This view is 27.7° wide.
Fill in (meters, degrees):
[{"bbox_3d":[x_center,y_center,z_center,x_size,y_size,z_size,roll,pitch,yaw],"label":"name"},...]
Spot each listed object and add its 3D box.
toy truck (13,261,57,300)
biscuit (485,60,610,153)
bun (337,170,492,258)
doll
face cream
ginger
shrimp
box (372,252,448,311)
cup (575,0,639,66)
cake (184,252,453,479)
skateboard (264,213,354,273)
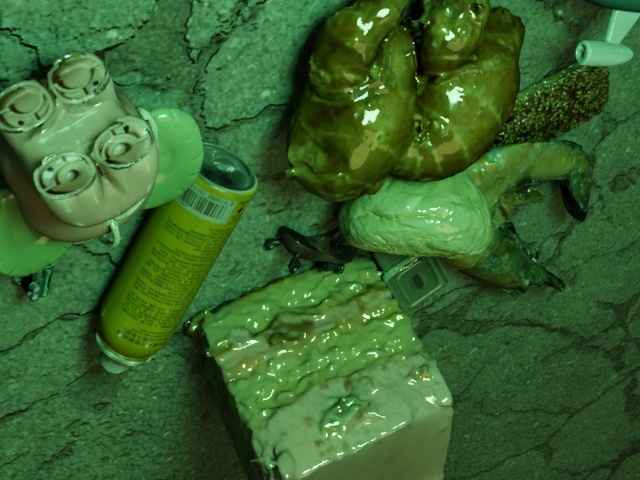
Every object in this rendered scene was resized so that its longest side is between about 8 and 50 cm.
[{"bbox_3d":[-0.351,0.036,1.612,0.044,0.039,0.083,-24,148,-42],"label":"toy truck"},{"bbox_3d":[0.328,-0.187,1.900,0.230,0.025,0.131,-28,144,-8],"label":"biscuit"},{"bbox_3d":[0.130,-0.046,1.773,0.220,0.220,0.134,10,84,-44],"label":"bun"},{"bbox_3d":[-0.255,-0.067,1.420,0.284,0.216,0.268,-29,150,-11],"label":"doll"},{"bbox_3d":[-0.201,0.039,1.675,0.105,0.105,0.349,3,130,-40],"label":"face cream"},{"bbox_3d":[0.114,-0.200,1.622,0.357,0.152,0.274,-14,120,-27],"label":"ginger"},{"bbox_3d":[0.320,-0.027,2.021,0.272,0.085,0.445,-34,144,10],"label":"shrimp"},{"bbox_3d":[0.135,0.043,1.982,0.089,0.062,0.122,-34,143,0],"label":"box"},{"bbox_3d":[0.361,-0.366,1.613,0.173,0.167,0.300,-1,107,-25],"label":"cup"},{"bbox_3d":[0.010,0.232,1.893,0.314,0.307,0.293,-25,145,-13],"label":"cake"},{"bbox_3d":[0.000,0.000,1.838,0.151,0.067,0.080,5,119,-49],"label":"skateboard"}]
